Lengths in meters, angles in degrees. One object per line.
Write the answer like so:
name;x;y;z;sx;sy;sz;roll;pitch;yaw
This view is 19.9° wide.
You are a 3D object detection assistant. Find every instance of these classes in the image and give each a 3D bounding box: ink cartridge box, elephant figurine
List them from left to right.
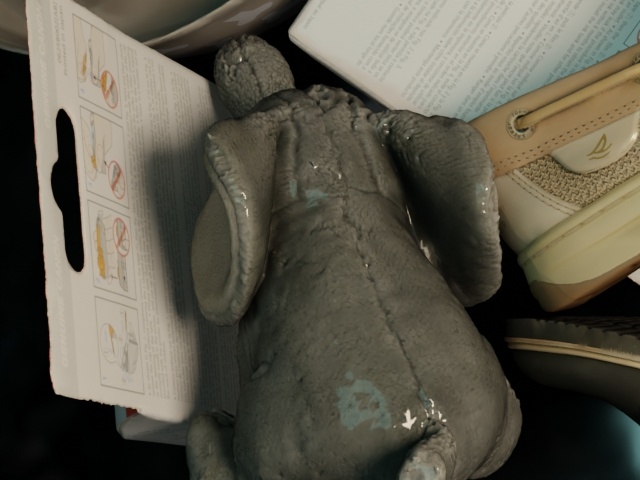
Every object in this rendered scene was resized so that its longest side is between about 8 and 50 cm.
ink cartridge box;-0.096;-0.003;0.869;0.066;0.232;0.189;-12;76;24
elephant figurine;0.000;0.000;0.833;0.186;0.169;0.239;-12;84;34
ink cartridge box;0.123;-0.111;0.905;0.225;0.056;0.181;36;96;6

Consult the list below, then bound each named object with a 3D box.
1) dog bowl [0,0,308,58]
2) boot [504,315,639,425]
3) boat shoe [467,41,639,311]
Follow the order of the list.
dog bowl;-0.094;-0.257;0.985;0.349;0.102;0.349;-4;79;24
boot;0.168;0.110;0.829;0.198;0.077;0.137;12;100;35
boat shoe;0.214;-0.099;0.799;0.341;0.121;0.110;-33;81;12
